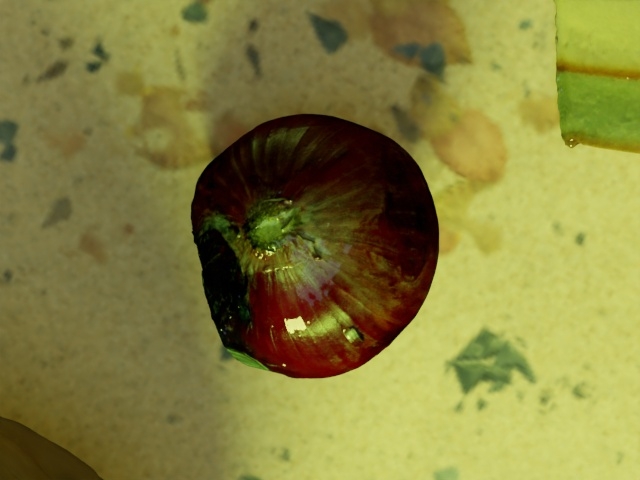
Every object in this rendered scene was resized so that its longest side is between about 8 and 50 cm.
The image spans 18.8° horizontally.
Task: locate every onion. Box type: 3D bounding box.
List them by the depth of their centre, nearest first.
[{"bbox_3d":[0.000,0.000,0.858,0.118,0.118,0.117,-24,88,3],"label":"onion"}]

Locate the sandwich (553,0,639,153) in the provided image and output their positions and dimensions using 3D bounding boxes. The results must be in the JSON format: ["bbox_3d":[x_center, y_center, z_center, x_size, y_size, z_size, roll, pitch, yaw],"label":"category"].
[{"bbox_3d":[0.220,-0.105,0.892,0.187,0.144,0.117,4,106,33],"label":"sandwich"}]

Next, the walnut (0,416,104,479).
[{"bbox_3d":[-0.179,0.216,0.814,0.252,0.277,0.313,-25,92,16],"label":"walnut"}]
